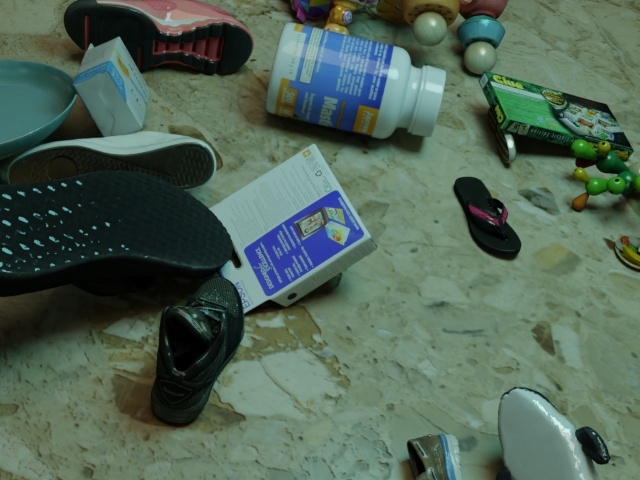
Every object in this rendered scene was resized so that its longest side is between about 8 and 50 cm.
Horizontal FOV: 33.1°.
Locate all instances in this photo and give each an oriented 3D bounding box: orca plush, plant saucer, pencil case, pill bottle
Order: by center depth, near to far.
[{"bbox_3d":[0.314,0.300,1.269,0.102,0.151,0.287,13,28,-50],"label":"orca plush"},{"bbox_3d":[-0.506,-0.179,1.552,0.317,0.044,0.318,-2,33,2],"label":"plant saucer"},{"bbox_3d":[0.058,-0.250,1.741,0.271,0.152,0.152,13,43,0],"label":"pill bottle"},{"bbox_3d":[-0.049,-0.513,2.031,0.104,0.104,0.236,-10,47,-24],"label":"pencil case"}]

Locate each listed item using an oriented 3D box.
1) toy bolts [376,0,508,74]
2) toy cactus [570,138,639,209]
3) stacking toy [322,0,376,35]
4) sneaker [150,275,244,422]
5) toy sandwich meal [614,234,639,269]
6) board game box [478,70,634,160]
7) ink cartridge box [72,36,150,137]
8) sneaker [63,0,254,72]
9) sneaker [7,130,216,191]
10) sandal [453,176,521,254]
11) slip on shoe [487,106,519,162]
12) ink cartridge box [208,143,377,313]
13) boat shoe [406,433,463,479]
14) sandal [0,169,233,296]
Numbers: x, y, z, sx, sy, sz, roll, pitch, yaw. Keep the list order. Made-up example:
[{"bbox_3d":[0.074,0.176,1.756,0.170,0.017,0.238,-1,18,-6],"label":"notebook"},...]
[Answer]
[{"bbox_3d":[0.220,-0.384,1.954,0.228,0.218,0.159,13,70,-26],"label":"toy bolts"},{"bbox_3d":[0.500,-0.086,1.739,0.219,0.112,0.180,33,27,23],"label":"toy cactus"},{"bbox_3d":[0.061,-0.479,1.906,0.165,0.302,0.175,21,7,33],"label":"stacking toy"},{"bbox_3d":[-0.143,0.104,1.337,0.087,0.130,0.228,20,41,4],"label":"sneaker"},{"bbox_3d":[0.497,0.014,1.664,0.085,0.029,0.086,7,43,-7],"label":"toy sandwich meal"},{"bbox_3d":[0.401,-0.212,1.838,0.259,0.030,0.136,11,43,-22],"label":"board game box"},{"bbox_3d":[-0.311,-0.237,1.634,0.061,0.104,0.181,-22,29,9],"label":"ink cartridge box"},{"bbox_3d":[-0.276,-0.355,1.819,0.313,0.116,0.136,5,33,-19],"label":"sneaker"},{"bbox_3d":[-0.298,-0.100,1.557,0.290,0.106,0.123,-4,14,-9],"label":"sneaker"},{"bbox_3d":[0.254,-0.046,1.658,0.067,0.040,0.179,-5,46,-20],"label":"sandal"},{"bbox_3d":[0.315,-0.179,1.809,0.041,0.051,0.135,-1,37,-7],"label":"slip on shoe"},{"bbox_3d":[-0.052,-0.011,1.510,0.208,0.045,0.206,-31,51,2],"label":"ink cartridge box"},{"bbox_3d":[0.132,0.302,1.252,0.066,0.066,0.183,3,34,-4],"label":"boat shoe"},{"bbox_3d":[-0.293,0.001,1.349,0.445,0.107,0.168,-2,55,-52],"label":"sandal"}]
